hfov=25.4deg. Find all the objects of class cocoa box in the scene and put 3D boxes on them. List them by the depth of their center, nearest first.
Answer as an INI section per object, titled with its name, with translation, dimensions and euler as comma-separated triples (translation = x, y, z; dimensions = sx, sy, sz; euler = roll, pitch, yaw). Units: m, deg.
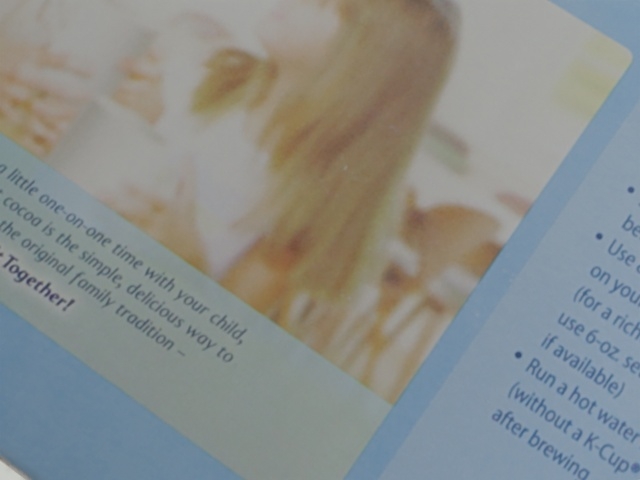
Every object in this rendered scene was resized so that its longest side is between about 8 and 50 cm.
[cocoa box]
translation = 0.000, 0.000, 0.491
dimensions = 0.231, 0.347, 0.228
euler = -55, 168, -7
